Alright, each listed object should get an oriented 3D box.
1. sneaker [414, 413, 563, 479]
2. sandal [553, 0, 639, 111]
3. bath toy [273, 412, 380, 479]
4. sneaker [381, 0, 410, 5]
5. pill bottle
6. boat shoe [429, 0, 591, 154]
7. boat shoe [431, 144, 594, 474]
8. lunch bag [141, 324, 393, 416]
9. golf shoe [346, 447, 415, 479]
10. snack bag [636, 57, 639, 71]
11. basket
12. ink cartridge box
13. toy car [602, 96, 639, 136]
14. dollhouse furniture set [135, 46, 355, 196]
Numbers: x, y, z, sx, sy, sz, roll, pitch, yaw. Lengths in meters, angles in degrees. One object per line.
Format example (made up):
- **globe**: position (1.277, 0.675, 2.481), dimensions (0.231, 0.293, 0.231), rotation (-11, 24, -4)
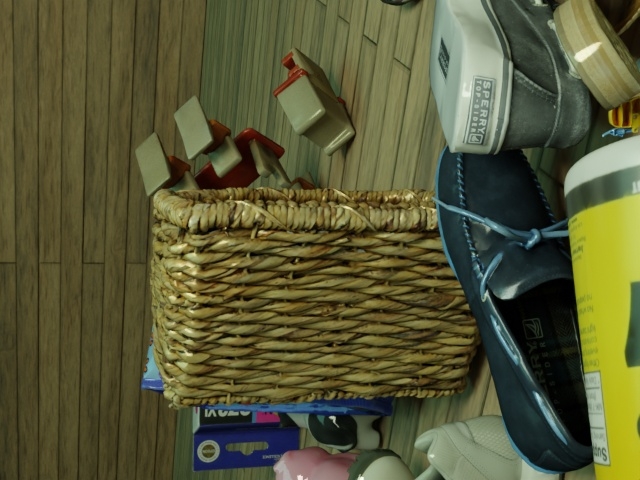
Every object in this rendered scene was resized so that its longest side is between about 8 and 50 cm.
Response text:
- **sneaker**: position (0.108, 0.253, 0.755), dimensions (0.099, 0.121, 0.262), rotation (-124, 38, -65)
- **sandal**: position (0.192, -0.168, 0.579), dimensions (0.079, 0.088, 0.240), rotation (-32, 27, 27)
- **bath toy**: position (-0.005, 0.286, 1.136), dimensions (0.151, 0.129, 0.348), rotation (-158, 69, -75)
- **sneaker**: position (0.053, -0.353, 0.892), dimensions (0.281, 0.162, 0.106), rotation (115, 151, -55)
- **pill bottle**: position (0.177, 0.062, 0.398), dimensions (0.119, 0.119, 0.208), rotation (142, 125, -70)
- **boat shoe**: position (0.142, -0.153, 0.698), dimensions (0.301, 0.102, 0.108), rotation (-86, 1, -60)
- **boat shoe**: position (0.159, 0.032, 0.652), dimensions (0.089, 0.109, 0.258), rotation (122, 129, -72)
- **lunch bag**: position (-0.030, 0.077, 1.026), dimensions (0.138, 0.293, 0.221), rotation (38, -125, -57)
- **golf shoe**: position (0.093, 0.340, 0.890), dimensions (0.120, 0.105, 0.273), rotation (-21, 75, 56)
- **snack bag**: position (0.262, -0.036, 0.382), dimensions (0.323, 0.037, 0.342), rotation (120, 147, -60)
- **basket**: position (0.000, 0.000, 0.823), dimensions (0.213, 0.299, 0.223), rotation (-106, 20, -49)
- **ink cartridge box**: position (-0.106, 0.178, 1.406), dimensions (0.069, 0.176, 0.371), rotation (-161, 72, -73)
- **toy car**: position (0.185, -0.045, 0.587), dimensions (0.060, 0.040, 0.122), rotation (-95, -1, -59)
- **dollhouse furniture set**: position (-0.087, -0.125, 1.254), dimensions (0.259, 0.262, 0.135), rotation (-39, 51, 18)
